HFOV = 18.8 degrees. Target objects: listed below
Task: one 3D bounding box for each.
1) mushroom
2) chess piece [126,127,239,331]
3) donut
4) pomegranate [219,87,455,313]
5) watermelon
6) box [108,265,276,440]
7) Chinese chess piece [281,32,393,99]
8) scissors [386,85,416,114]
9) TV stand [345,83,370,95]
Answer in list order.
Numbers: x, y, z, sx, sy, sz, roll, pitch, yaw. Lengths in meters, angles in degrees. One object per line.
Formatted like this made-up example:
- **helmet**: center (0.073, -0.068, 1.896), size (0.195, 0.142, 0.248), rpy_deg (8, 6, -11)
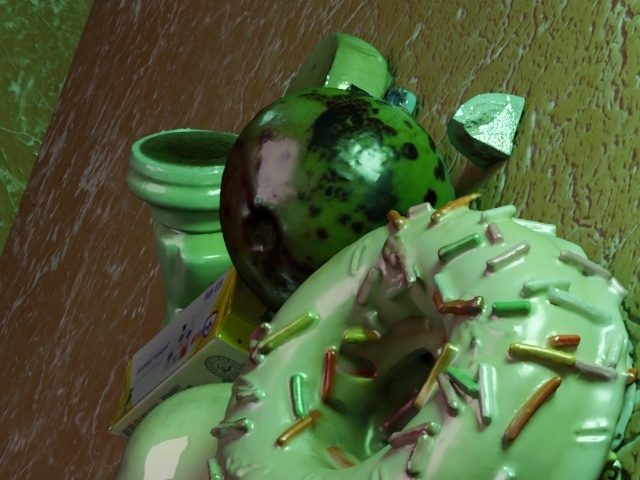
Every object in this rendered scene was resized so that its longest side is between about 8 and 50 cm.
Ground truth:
- **mushroom**: center (-0.065, 0.262, 1.761), size (0.234, 0.254, 0.260), rpy_deg (28, -116, -68)
- **chess piece**: center (-0.148, 0.027, 2.317), size (0.176, 0.176, 0.298), rpy_deg (-112, 23, -66)
- **donut**: center (0.067, 0.134, 1.507), size (0.383, 0.142, 0.382), rpy_deg (-31, 39, 29)
- **pomegranate**: center (0.035, -0.025, 1.893), size (0.242, 0.242, 0.306), rpy_deg (-59, -22, 11)
- **watermelon**: center (0.160, -0.103, 1.858), size (0.061, 0.085, 0.085), rpy_deg (46, 112, 34)
- **box**: center (-0.088, 0.147, 2.010), size (0.265, 0.168, 0.097), rpy_deg (-43, 24, 49)
- **Chinese chess piece**: center (0.009, -0.154, 2.295), size (0.188, 0.083, 0.188), rpy_deg (-57, 17, 28)
- **scissors**: center (0.001, 0.000, 2.170), size (0.393, 0.032, 0.180), rpy_deg (-60, 26, 9)
- **TV stand**: center (0.039, -0.063, 2.083), size (0.042, 0.036, 0.249), rpy_deg (-37, 41, 38)
